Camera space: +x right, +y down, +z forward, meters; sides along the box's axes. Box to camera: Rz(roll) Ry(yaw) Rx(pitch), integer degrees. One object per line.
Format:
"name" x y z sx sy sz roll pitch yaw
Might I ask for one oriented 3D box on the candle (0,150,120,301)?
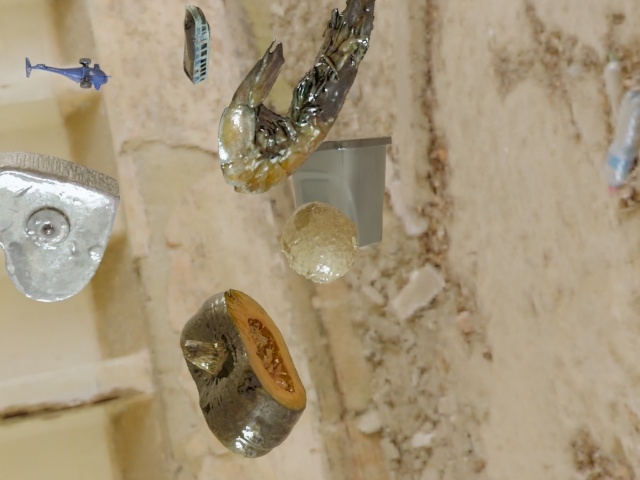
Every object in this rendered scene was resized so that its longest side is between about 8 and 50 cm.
"candle" -0.317 -0.027 1.166 0.192 0.168 0.068 64 179 -30

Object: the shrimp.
"shrimp" -0.035 -0.228 1.455 0.071 0.233 0.365 38 106 29

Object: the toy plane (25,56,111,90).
"toy plane" -0.449 -0.299 1.752 0.062 0.167 0.054 -5 86 39

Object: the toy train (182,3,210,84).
"toy train" -0.217 -0.344 1.710 0.043 0.047 0.207 59 163 14

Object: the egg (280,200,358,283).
"egg" 0.000 0.000 1.522 0.116 0.118 0.140 -42 50 37

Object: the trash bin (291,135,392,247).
"trash bin" 0.046 -0.115 2.291 0.219 0.220 0.250 4 100 39

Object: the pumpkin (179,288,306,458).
"pumpkin" -0.153 0.232 1.788 0.222 0.139 0.317 34 -154 -45
